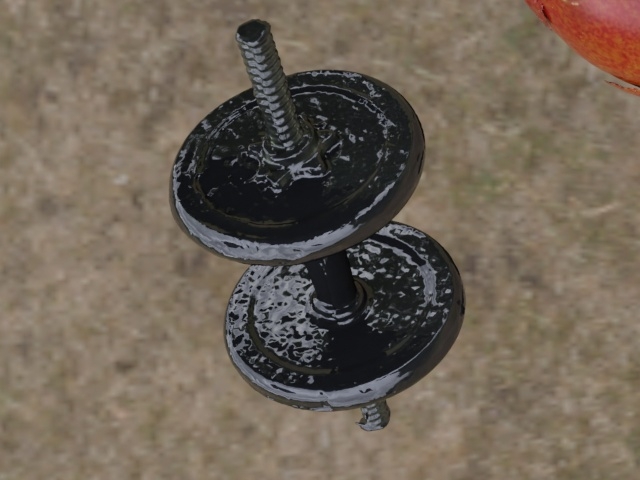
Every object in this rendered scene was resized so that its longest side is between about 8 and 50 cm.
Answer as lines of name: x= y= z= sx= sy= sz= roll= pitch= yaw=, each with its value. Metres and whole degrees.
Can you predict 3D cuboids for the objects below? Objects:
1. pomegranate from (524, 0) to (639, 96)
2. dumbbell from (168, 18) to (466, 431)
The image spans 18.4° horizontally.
pomegranate: x=0.191 y=-0.165 z=0.902 sx=0.210 sy=0.235 sz=0.210 roll=180 pitch=90 yaw=-72
dumbbell: x=0.000 y=0.000 z=0.526 sx=0.069 sy=0.069 sz=0.147 roll=26 pitch=148 yaw=37
